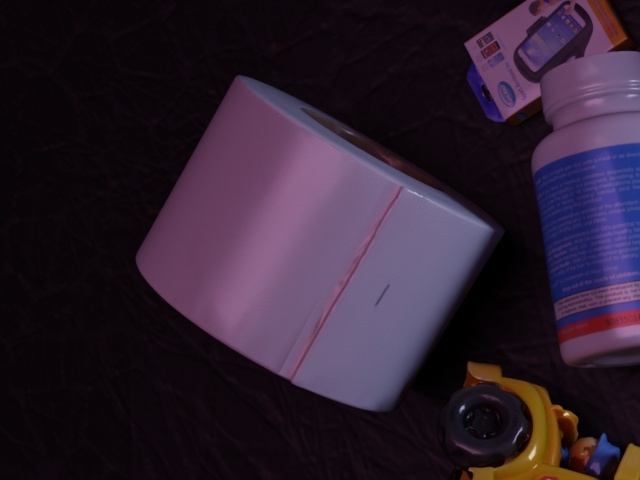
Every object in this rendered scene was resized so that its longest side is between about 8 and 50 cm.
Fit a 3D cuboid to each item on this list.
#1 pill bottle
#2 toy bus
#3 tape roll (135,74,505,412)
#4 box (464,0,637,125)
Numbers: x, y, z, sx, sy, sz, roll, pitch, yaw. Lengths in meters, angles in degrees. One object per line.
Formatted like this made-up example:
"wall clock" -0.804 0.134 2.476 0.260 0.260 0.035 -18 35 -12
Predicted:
"pill bottle" 0.225 -0.023 1.073 0.124 0.124 0.221 -14 75 28
"toy bus" 0.188 0.207 1.044 0.212 0.149 0.220 -1 55 11
"tape roll" 0.000 0.000 1.135 0.246 0.246 0.169 35 99 31
"box" 0.181 -0.156 1.180 0.136 0.028 0.081 -33 66 20
